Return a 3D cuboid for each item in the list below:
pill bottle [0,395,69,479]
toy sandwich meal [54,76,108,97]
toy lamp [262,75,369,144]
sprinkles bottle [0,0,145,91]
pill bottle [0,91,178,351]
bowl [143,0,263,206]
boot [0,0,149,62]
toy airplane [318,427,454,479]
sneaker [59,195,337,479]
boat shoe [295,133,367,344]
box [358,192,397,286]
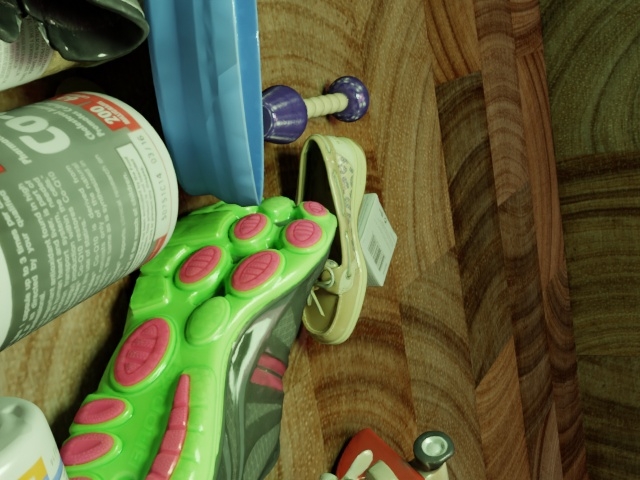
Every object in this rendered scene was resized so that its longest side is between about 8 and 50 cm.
[{"bbox_3d":[-0.237,0.267,0.616,0.152,0.152,0.272,-41,122,-55],"label":"pill bottle"},{"bbox_3d":[-0.228,-0.114,0.800,0.085,0.029,0.086,29,53,-49],"label":"toy sandwich meal"},{"bbox_3d":[-0.017,-0.181,1.142,0.274,0.080,0.080,-30,114,-58],"label":"toy lamp"},{"bbox_3d":[-0.273,-0.161,0.621,0.355,0.121,0.121,-42,124,-55],"label":"sprinkles bottle"},{"bbox_3d":[-0.246,-0.005,0.614,0.283,0.161,0.161,-39,121,-57],"label":"pill bottle"},{"bbox_3d":[-0.107,-0.226,0.815,0.391,0.077,0.391,177,-90,-89],"label":"bowl"},{"bbox_3d":[-0.241,-0.256,0.516,0.338,0.118,0.223,14,58,-48],"label":"boot"},{"bbox_3d":[0.100,0.459,1.105,0.384,0.272,0.386,113,-37,-83],"label":"toy airplane"},{"bbox_3d":[-0.115,0.134,0.879,0.202,0.185,0.483,84,26,-47],"label":"sneaker"},{"bbox_3d":[0.000,0.000,1.130,0.089,0.104,0.285,0,90,-56],"label":"boat shoe"},{"bbox_3d":[0.049,0.001,1.238,0.101,0.087,0.102,60,38,-41],"label":"box"}]
